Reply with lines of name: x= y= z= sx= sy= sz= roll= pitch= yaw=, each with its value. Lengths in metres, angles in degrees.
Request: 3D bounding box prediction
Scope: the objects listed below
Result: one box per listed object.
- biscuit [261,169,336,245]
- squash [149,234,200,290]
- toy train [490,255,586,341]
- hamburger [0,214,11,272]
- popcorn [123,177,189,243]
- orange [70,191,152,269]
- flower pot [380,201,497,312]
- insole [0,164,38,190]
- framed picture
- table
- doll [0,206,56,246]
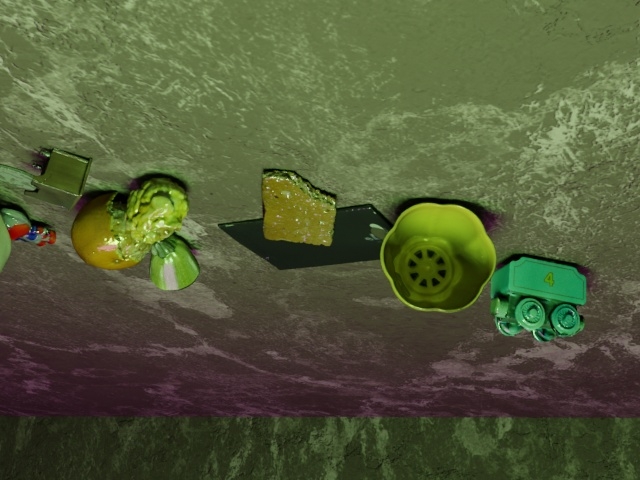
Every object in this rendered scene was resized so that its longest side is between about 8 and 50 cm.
biscuit: x=-0.037 y=-0.056 z=1.510 sx=0.131 sy=0.026 sz=0.237 roll=4 pitch=153 yaw=0
squash: x=-0.301 y=0.022 z=1.719 sx=0.105 sy=0.105 sz=0.132 roll=3 pitch=140 yaw=5
toy train: x=0.427 y=0.116 z=1.690 sx=0.198 sy=0.154 sz=0.107 roll=11 pitch=161 yaw=-13
hamburger: x=-0.701 y=0.009 z=1.565 sx=0.295 sy=0.151 sz=0.227 roll=-15 pitch=114 yaw=32
popcorn: x=-0.277 y=-0.049 z=1.481 sx=0.116 sy=0.120 sz=0.106 roll=30 pitch=-173 yaw=34
orange: x=-0.376 y=-0.017 z=1.565 sx=0.157 sy=0.134 sz=0.156 roll=-17 pitch=164 yaw=-5
flower pot: x=0.200 y=0.042 z=1.528 sx=0.195 sy=0.195 sz=0.179 roll=4 pitch=170 yaw=2
insole: x=-0.562 y=-0.120 z=1.496 sx=0.193 sy=0.006 sz=0.065 roll=21 pitch=154 yaw=-35
framed picture: x=0.000 y=0.000 z=1.677 sx=0.324 sy=0.013 sz=0.244 roll=-7 pitch=156 yaw=26
table: x=-0.436 y=-0.104 z=1.430 sx=0.082 sy=0.070 sz=0.083 roll=19 pitch=155 yaw=-24
doll: x=-0.596 y=-0.026 z=1.673 sx=0.104 sy=0.062 sz=0.195 roll=6 pitch=169 yaw=29
